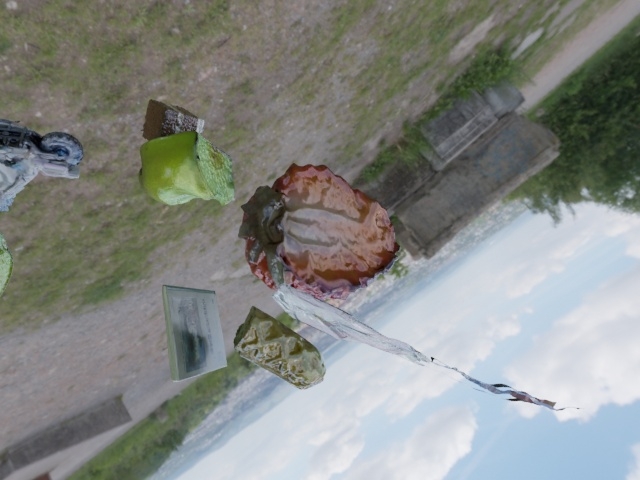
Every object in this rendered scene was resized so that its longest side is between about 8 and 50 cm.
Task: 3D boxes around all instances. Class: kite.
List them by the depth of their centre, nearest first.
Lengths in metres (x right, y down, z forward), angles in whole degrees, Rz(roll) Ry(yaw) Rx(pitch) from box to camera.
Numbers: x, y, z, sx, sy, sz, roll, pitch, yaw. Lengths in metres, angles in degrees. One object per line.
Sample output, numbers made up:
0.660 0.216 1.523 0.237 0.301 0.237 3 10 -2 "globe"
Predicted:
0.106 0.135 0.525 0.204 0.361 0.022 85 26 -69 "kite"

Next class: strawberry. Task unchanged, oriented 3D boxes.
0.000 0.000 0.868 0.336 0.265 0.149 3 157 -37 "strawberry"

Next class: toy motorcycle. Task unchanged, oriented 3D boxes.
-0.595 -0.136 0.848 0.239 0.108 0.204 14 130 -14 "toy motorcycle"

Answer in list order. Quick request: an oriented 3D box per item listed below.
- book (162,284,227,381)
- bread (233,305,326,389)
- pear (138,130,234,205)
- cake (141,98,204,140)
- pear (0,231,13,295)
-0.300 0.217 1.061 0.025 0.214 0.283 -12 171 6 "book"
-0.100 0.293 1.155 0.130 0.268 0.152 -59 -165 -21 "bread"
-0.432 -0.195 1.336 0.282 0.176 0.286 -3 172 12 "pear"
-0.474 -0.367 1.419 0.147 0.134 0.135 -5 121 -50 "cake"
-0.795 0.042 0.940 0.255 0.164 0.238 -90 -169 -62 "pear"
